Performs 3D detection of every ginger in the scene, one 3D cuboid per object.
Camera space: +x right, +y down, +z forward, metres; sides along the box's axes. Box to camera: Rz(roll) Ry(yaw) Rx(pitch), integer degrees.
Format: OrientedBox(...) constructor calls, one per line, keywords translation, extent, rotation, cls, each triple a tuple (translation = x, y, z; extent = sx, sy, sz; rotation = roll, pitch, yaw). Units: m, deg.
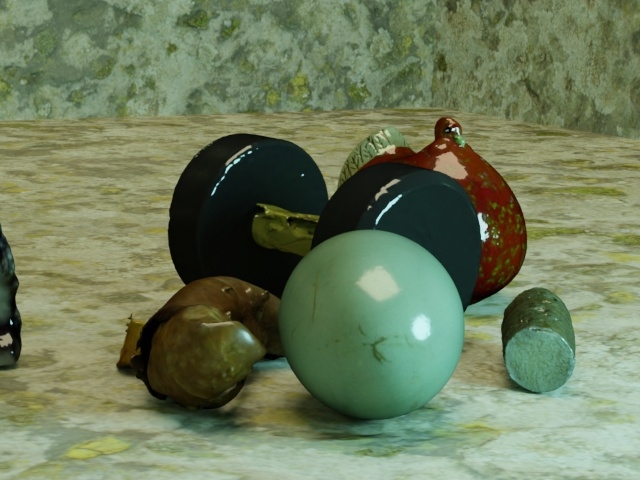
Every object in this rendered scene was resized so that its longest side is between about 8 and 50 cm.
OrientedBox(translation=(-0.100, 0.092, 1.601), extent=(0.133, 0.107, 0.309), rotation=(-11, 5, 7), cls="ginger")

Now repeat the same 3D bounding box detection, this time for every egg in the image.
OrientedBox(translation=(0.047, 0.077, 1.528), extent=(0.168, 0.168, 0.231), rotation=(1, 13, -7), cls="egg")

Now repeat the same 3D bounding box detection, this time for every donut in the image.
OrientedBox(translation=(-0.177, 0.096, 1.669), extent=(0.038, 0.083, 0.067), rotation=(18, 41, -3), cls="donut")

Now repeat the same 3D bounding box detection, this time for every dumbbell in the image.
OrientedBox(translation=(0.000, 0.000, 1.854), extent=(0.204, 0.204, 0.322), rotation=(-7, 14, -42), cls="dumbbell")

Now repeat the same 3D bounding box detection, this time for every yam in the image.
OrientedBox(translation=(0.220, 0.101, 1.704), extent=(0.078, 0.078, 0.179), rotation=(3, 13, 6), cls="yam")

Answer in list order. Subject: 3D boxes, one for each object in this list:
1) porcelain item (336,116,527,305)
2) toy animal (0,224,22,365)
OrientedBox(translation=(0.133, -0.039, 2.033), extent=(0.253, 0.253, 0.253), rotation=(2, 10, 0), cls="porcelain item")
OrientedBox(translation=(-0.393, -0.002, 1.507), extent=(0.194, 0.303, 0.344), rotation=(-1, 9, 0), cls="toy animal")
